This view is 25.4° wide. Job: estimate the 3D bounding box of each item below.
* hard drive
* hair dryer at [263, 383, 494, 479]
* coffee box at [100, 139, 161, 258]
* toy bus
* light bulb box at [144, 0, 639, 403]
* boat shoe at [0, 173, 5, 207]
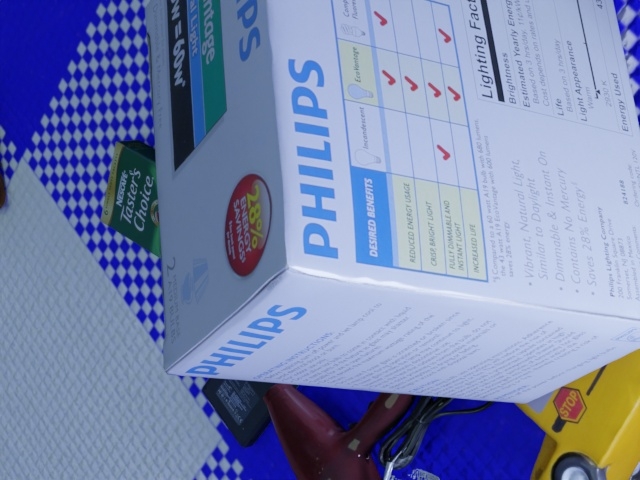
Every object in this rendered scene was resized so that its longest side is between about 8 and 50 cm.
[{"bbox_3d":[-0.079,0.164,1.656,0.094,0.022,0.135,52,126,24],"label":"hard drive"},{"bbox_3d":[0.060,0.206,1.518,0.294,0.080,0.223,6,84,34],"label":"hair dryer"},{"bbox_3d":[-0.187,-0.038,1.712,0.184,0.040,0.113,31,116,35],"label":"coffee box"},{"bbox_3d":[0.276,0.094,1.267,0.130,0.108,0.332,41,121,31],"label":"toy bus"},{"bbox_3d":[0.064,-0.070,1.181,0.225,0.361,0.357,-40,49,51],"label":"light bulb box"},{"bbox_3d":[-0.492,-0.134,1.951,0.073,0.073,0.206,-7,91,41],"label":"boat shoe"}]
